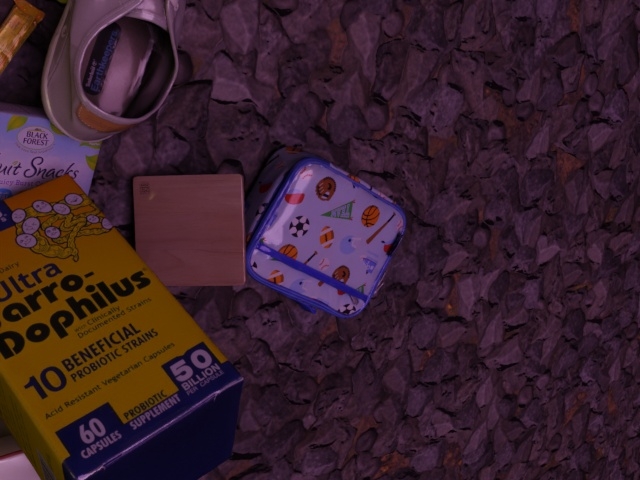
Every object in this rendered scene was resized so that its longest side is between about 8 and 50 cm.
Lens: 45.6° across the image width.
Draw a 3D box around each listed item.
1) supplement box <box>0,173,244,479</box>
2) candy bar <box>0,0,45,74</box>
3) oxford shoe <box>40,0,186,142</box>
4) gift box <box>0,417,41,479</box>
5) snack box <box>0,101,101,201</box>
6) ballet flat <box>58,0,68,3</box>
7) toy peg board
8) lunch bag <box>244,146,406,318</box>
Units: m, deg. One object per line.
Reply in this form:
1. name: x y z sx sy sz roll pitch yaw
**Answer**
1. supplement box: -0.276 0.128 0.872 0.194 0.356 0.195 -29 150 -32
2. candy bar: -0.407 -0.232 0.955 0.040 0.018 0.161 36 83 -36
3. oxford shoe: -0.209 -0.328 0.889 0.169 0.130 0.449 11 95 -44
4. gift box: -0.336 0.303 1.041 0.276 0.258 0.255 -16 115 -31
5. snack box: -0.387 -0.080 0.944 0.207 0.070 0.174 -1 113 -57
6. ballet flat: -0.260 -0.380 0.989 0.231 0.077 0.077 -36 145 -19
7. toy peg board: -0.186 -0.017 1.133 0.161 0.079 0.161 -1 95 5
8. lunch bag: 0.000 0.000 1.285 0.303 0.115 0.243 29 90 -39
